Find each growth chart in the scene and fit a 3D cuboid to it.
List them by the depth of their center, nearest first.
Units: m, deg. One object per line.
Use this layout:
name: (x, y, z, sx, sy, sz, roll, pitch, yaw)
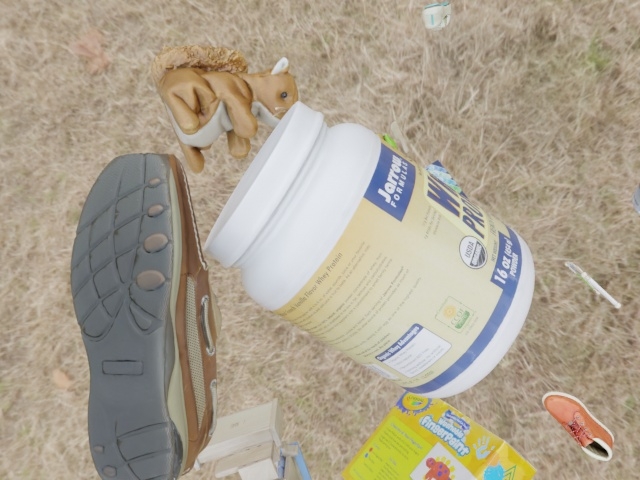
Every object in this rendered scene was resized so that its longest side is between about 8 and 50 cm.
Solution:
growth chart: (0.795, 0.121, 1.749, 0.172, 0.237, 0.021, 42, 102, 2)

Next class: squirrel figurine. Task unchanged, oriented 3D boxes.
squirrel figurine: (-0.266, -0.438, 1.707, 0.370, 0.281, 0.397, -23, 68, -13)

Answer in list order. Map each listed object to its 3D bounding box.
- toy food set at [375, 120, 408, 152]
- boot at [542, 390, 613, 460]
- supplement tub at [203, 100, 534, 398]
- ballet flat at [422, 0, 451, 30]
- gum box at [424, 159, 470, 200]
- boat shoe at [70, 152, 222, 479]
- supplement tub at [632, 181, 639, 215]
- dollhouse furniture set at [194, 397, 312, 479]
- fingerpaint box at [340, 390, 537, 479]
toy food set: (0.173, -0.259, 1.789, 0.192, 0.038, 0.132, -32, 125, 4)
boot: (0.504, 0.361, 1.160, 0.158, 0.084, 0.059, 37, 116, 11)
supplement tub: (0.052, 0.012, 0.673, 0.316, 0.228, 0.228, 32, 94, -13)
ballet flat: (0.377, -0.721, 1.917, 0.086, 0.248, 0.086, 9, 116, 20)
gum box: (0.147, -0.030, 0.955, 0.184, 0.157, 0.041, -34, 127, 10)
boat shoe: (-0.162, 0.078, 0.592, 0.122, 0.120, 0.324, 1, 92, 23)
supplement tub: (0.623, -0.118, 1.005, 0.117, 0.190, 0.117, 1, 46, -1)
dollhouse furniture set: (-0.143, 0.564, 1.325, 0.198, 0.286, 0.303, -19, 102, 3)
fingerpaint box: (0.310, 0.652, 1.659, 0.163, 0.445, 0.371, 44, 79, -21)
